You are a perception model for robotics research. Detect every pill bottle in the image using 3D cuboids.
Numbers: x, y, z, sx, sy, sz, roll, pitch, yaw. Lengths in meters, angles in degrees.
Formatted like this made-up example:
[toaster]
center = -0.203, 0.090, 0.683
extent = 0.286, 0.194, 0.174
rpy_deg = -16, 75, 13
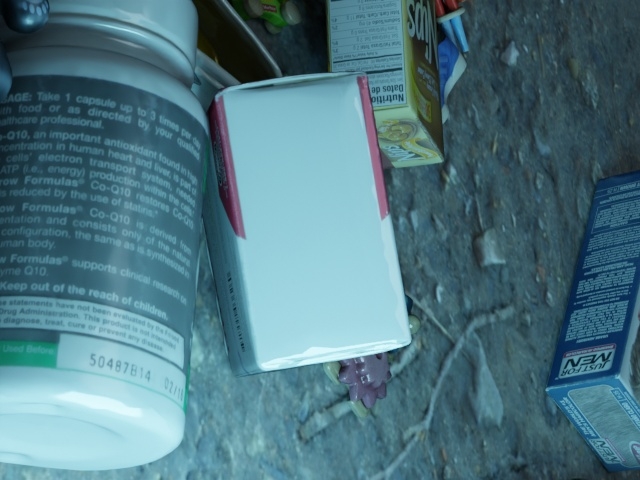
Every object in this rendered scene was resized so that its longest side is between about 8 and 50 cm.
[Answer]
[pill bottle]
center = -0.191, -0.021, 1.426
extent = 0.204, 0.204, 0.361
rpy_deg = 28, 58, -47

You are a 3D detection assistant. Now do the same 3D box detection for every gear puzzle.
[gear puzzle]
center = 0.000, 0.000, 1.822
extent = 0.339, 0.044, 0.175
rpy_deg = 56, 40, -26

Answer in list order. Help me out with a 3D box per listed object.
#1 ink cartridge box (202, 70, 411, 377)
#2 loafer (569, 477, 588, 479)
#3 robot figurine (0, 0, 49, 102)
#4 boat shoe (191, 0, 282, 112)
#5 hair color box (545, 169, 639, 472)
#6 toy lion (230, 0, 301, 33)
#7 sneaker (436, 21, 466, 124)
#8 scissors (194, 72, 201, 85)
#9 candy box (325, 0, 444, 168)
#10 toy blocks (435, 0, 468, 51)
[ink cartridge box]
center = -0.024, -0.005, 1.570
extent = 0.306, 0.131, 0.226
rpy_deg = 146, -66, -83
[loafer]
center = 0.295, 0.301, 2.095
extent = 0.267, 0.096, 0.084
rpy_deg = -4, 77, -53
[robot figurine]
center = -0.321, -0.156, 1.304
extent = 0.209, 0.174, 0.278
rpy_deg = -13, 79, -56
[boat shoe]
center = -0.147, -0.239, 1.601
extent = 0.367, 0.156, 0.136
rpy_deg = 54, 41, -29
[hair color box]
center = 0.391, 0.092, 2.284
extent = 0.174, 0.105, 0.347
rpy_deg = 50, 44, -32
[toy lion]
center = -0.069, -0.256, 1.829
extent = 0.100, 0.034, 0.096
rpy_deg = 2, 69, -54
[sneaker]
center = 0.106, -0.179, 2.020
extent = 0.084, 0.058, 0.152
rpy_deg = 53, 44, -27
[scissors]
center = -0.224, -0.205, 1.534
extent = 0.297, 0.109, 0.021
rpy_deg = 50, 1, -30
[candy box]
center = 0.063, -0.250, 1.909
extent = 0.183, 0.088, 0.316
rpy_deg = 44, 41, -69
[toy blocks]
center = 0.146, -0.290, 2.114
extent = 0.123, 0.054, 0.148
rpy_deg = -35, 108, -53
